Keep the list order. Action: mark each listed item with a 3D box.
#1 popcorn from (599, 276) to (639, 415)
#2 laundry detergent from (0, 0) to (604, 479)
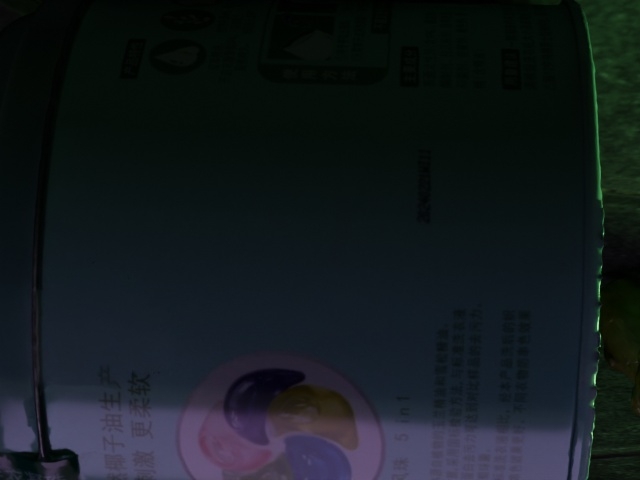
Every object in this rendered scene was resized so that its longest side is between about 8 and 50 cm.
[{"bbox_3d":[0.307,0.096,1.107,0.213,0.197,0.198,22,175,38],"label":"popcorn"},{"bbox_3d":[-0.030,0.017,0.738,0.305,0.287,0.287,2,160,4],"label":"laundry detergent"}]
